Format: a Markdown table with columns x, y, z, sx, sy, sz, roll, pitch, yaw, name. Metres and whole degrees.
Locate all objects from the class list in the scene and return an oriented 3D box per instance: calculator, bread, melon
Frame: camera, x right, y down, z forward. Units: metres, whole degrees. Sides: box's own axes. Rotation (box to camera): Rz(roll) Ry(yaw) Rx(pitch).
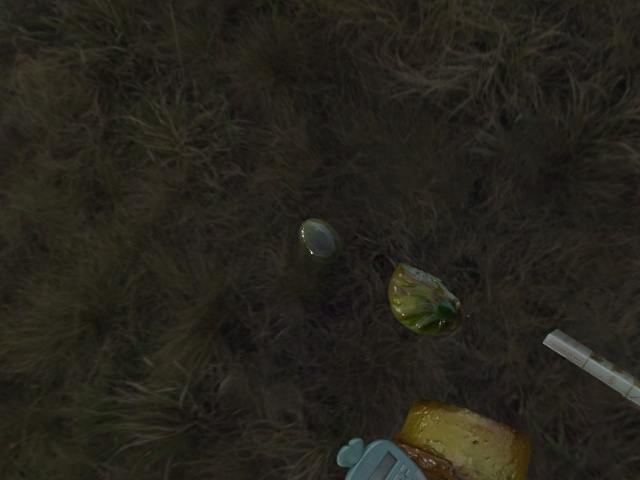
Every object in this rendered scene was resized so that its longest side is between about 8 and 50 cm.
| x | y | z | sx | sy | sz | roll | pitch | yaw | name |
| --- | --- | --- | --- | --- | --- | --- | --- | --- | --- |
| 0.157 | 0.594 | 1.530 | 0.295 | 0.042 | 0.184 | 46 | 65 | -5 | calculator |
| 0.397 | 0.591 | 1.765 | 0.398 | 0.398 | 0.215 | 18 | 72 | 14 | bread |
| 0.000 | 0.000 | 1.647 | 0.098 | 0.098 | 0.130 | -35 | 96 | 7 | melon |
| 0.282 | 0.181 | 1.707 | 0.261 | 0.158 | 0.156 | 24 | 107 | -27 | bread |

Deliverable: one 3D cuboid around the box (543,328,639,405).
| x | y | z | sx | sy | sz | roll | pitch | yaw | name |
| --- | --- | --- | --- | --- | --- | --- | --- | --- | --- |
| 0.548 | 0.249 | 1.236 | 0.220 | 0.122 | 0.032 | 34 | 102 | 25 | box |
